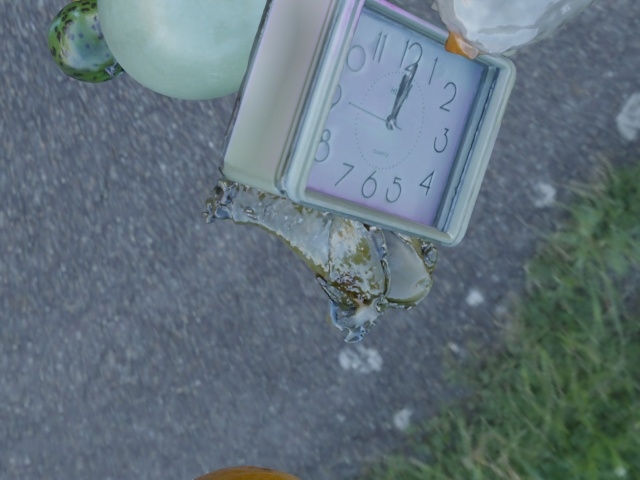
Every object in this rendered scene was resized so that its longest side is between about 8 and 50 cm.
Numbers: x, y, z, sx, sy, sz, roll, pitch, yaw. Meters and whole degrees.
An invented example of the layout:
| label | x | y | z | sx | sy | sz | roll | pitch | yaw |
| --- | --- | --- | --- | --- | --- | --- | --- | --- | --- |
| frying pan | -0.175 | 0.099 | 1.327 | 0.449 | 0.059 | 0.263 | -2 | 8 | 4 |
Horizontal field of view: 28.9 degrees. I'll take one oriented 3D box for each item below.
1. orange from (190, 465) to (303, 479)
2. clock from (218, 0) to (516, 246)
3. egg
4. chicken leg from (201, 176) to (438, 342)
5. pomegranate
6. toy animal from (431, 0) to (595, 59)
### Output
| label | x | y | z | sx | sy | sz | roll | pitch | yaw |
| --- | --- | --- | --- | --- | --- | --- | --- | --- | --- |
| orange | -0.052 | 0.252 | 0.892 | 0.177 | 0.177 | 0.155 | -40 | 146 | 2 |
| clock | 0.037 | -0.086 | 0.838 | 0.192 | 0.071 | 0.147 | 16 | 94 | -47 |
| egg | -0.111 | -0.226 | 1.148 | 0.186 | 0.253 | 0.187 | 7 | 76 | -29 |
| chicken leg | 0.005 | -0.005 | 1.031 | 0.196 | 0.080 | 0.125 | 40 | 113 | -9 |
| pomegranate | -0.296 | -0.279 | 1.611 | 0.122 | 0.122 | 0.162 | -8 | 72 | -15 |
| toy animal | 0.125 | -0.264 | 0.617 | 0.226 | 0.188 | 0.358 | 26 | 84 | -7 |
